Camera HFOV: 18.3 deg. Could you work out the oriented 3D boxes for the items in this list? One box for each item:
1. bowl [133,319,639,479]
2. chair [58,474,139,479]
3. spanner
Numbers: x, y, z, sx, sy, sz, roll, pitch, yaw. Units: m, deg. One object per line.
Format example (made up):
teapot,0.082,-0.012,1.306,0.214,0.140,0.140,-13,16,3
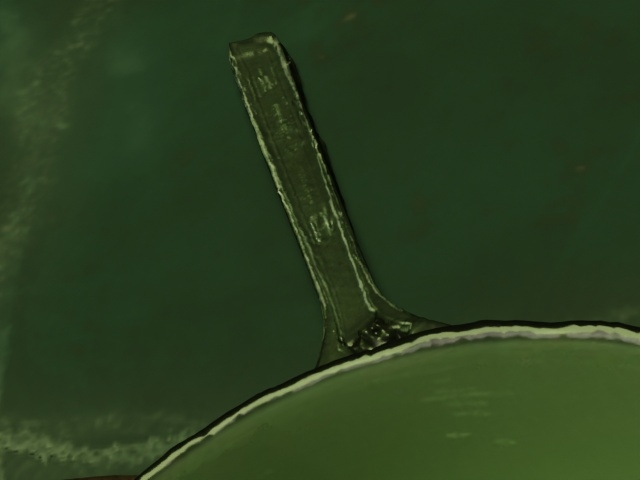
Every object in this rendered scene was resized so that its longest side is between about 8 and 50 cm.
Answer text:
bowl,0.073,0.218,0.601,0.354,0.185,0.353,-8,56,11
chair,-0.139,0.213,0.763,0.176,0.183,0.326,-9,3,16
spanner,0.000,0.000,0.961,0.093,0.026,0.325,-23,43,3
